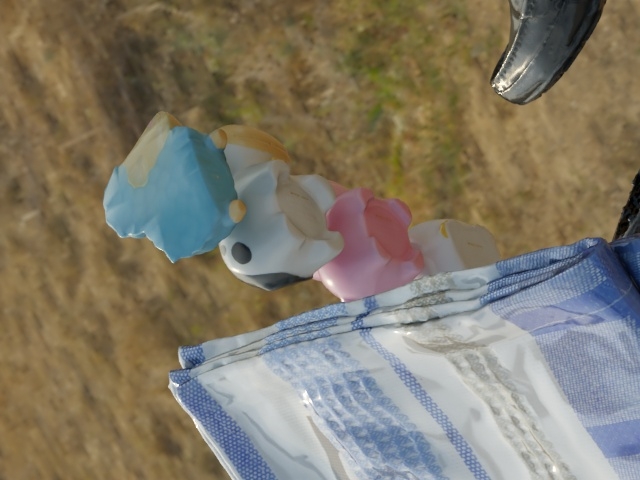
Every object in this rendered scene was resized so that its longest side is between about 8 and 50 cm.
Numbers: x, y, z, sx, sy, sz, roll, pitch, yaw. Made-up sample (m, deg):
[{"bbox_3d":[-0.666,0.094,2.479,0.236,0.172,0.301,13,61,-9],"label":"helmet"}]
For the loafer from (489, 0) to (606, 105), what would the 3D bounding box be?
[{"bbox_3d":[0.139,-0.170,0.852,0.078,0.076,0.223,21,141,0],"label":"loafer"}]

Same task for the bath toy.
[{"bbox_3d":[0.000,0.000,1.178,0.129,0.348,0.151,-37,49,35],"label":"bath toy"}]

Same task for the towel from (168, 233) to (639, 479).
[{"bbox_3d":[0.066,0.110,0.597,0.285,0.034,0.209,-20,107,50],"label":"towel"}]

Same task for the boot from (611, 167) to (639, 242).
[{"bbox_3d":[0.328,-0.044,0.923,0.229,0.263,0.091,34,168,-1],"label":"boot"}]
